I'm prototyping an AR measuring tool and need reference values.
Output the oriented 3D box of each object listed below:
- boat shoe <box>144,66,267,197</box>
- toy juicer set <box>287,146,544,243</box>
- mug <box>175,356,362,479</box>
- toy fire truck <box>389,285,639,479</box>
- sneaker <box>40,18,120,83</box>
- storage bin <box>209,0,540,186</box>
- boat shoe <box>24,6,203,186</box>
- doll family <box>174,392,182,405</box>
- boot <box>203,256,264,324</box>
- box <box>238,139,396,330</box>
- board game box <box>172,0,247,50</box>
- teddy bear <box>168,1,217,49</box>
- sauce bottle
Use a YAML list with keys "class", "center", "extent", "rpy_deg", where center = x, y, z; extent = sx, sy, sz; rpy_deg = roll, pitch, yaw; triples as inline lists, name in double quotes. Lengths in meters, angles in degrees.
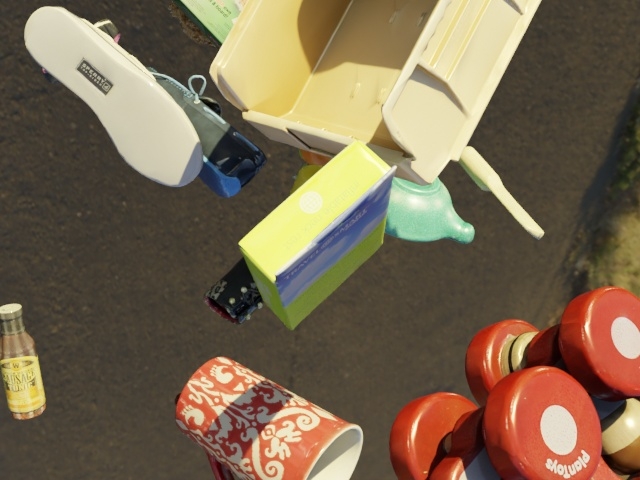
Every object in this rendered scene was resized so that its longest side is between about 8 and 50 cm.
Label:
- class: "boat shoe"
  center: [-0.173, -0.159, 1.198]
  extent: [0.089, 0.258, 0.109]
  rpy_deg: [-35, 158, -19]
- class: "toy juicer set"
  center: [0.115, -0.070, 1.153]
  extent: [0.329, 0.209, 0.089]
  rpy_deg: [9, 127, -8]
- class: "mug"
  center: [-0.067, 0.212, 0.864]
  extent: [0.150, 0.169, 0.113]
  rpy_deg: [-58, 152, -9]
- class: "toy fire truck"
  center: [0.230, 0.201, 0.762]
  extent: [0.302, 0.254, 0.169]
  rpy_deg: [-36, -177, -36]
- class: "sneaker"
  center: [-0.496, -0.398, 1.717]
  extent: [0.178, 0.077, 0.072]
  rpy_deg: [-35, 147, -14]
- class: "storage bin"
  center: [0.052, -0.214, 0.845]
  extent: [0.123, 0.262, 0.260]
  rpy_deg: [34, 82, -45]
- class: "boat shoe"
  center: [-0.241, -0.176, 1.039]
  extent: [0.096, 0.267, 0.088]
  rpy_deg: [-48, -177, 17]
- class: "doll family"
  center: [-0.182, 0.303, 1.534]
  extent: [0.193, 0.076, 0.111]
  rpy_deg: [-30, 137, 29]
- class: "boot"
  center: [-0.059, 0.054, 1.259]
  extent: [0.178, 0.236, 0.085]
  rpy_deg: [-47, 119, -21]
- class: "box"
  center: [0.000, 0.000, 0.606]
  extent: [0.109, 0.042, 0.178]
  rpy_deg: [-43, 167, -10]
- class: "board game box"
  center: [-0.141, -0.441, 1.397]
  extent: [0.213, 0.317, 0.046]
  rpy_deg: [-40, 167, -11]
- class: "teddy bear"
  center: [-0.118, -0.463, 1.615]
  extent: [0.338, 0.245, 0.113]
  rpy_deg: [-56, 174, -25]
- class: "sauce bottle"
  center: [-0.332, 0.133, 0.935]
  extent: [0.042, 0.042, 0.128]
  rpy_deg: [-16, 111, -28]
